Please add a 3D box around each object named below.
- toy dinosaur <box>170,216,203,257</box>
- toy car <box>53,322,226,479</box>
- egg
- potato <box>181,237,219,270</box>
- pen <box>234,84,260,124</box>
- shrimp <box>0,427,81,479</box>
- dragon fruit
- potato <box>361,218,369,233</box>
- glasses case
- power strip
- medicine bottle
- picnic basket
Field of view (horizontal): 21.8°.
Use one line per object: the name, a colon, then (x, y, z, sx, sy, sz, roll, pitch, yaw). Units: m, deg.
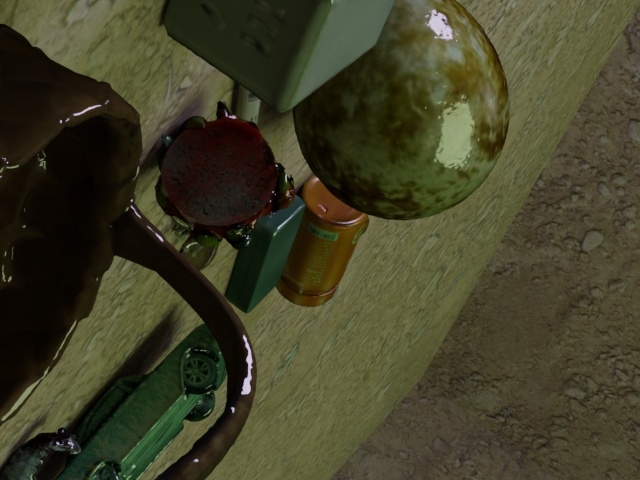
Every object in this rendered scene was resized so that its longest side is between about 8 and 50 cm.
toy dinosaur: (-0.136, -0.008, 1.802, 0.058, 0.037, 0.180, -43, 165, 11)
toy car: (-0.229, 0.232, 1.979, 0.321, 0.097, 0.141, -48, 166, -23)
egg: (0.086, -0.157, 1.807, 0.238, 0.238, 0.289, -48, 146, -29)
potato: (-0.130, 0.006, 1.884, 0.093, 0.036, 0.037, -57, 165, 7)
pen: (-0.079, -0.121, 1.744, 0.028, 0.028, 0.239, -49, 167, -27)
shrimp: (-0.333, 0.274, 1.821, 0.174, 0.076, 0.082, -61, -152, 11)
dragon fruit: (-0.091, -0.062, 1.608, 0.175, 0.138, 0.142, 121, -18, -88)
potato: (0.050, -0.026, 2.488, 0.046, 0.045, 0.092, -53, 172, 2)
glasses case: (-0.071, 0.015, 2.133, 0.078, 0.039, 0.184, -45, 165, -36)
power strip: (-0.009, -0.233, 1.434, 0.224, 0.140, 0.139, -40, 161, -48)
medicine bottle: (0.000, 0.000, 2.236, 0.096, 0.096, 0.192, -46, 165, -37)
picnic basket: (-0.194, 0.063, 1.104, 0.293, 0.337, 0.337, -42, 163, -46)
